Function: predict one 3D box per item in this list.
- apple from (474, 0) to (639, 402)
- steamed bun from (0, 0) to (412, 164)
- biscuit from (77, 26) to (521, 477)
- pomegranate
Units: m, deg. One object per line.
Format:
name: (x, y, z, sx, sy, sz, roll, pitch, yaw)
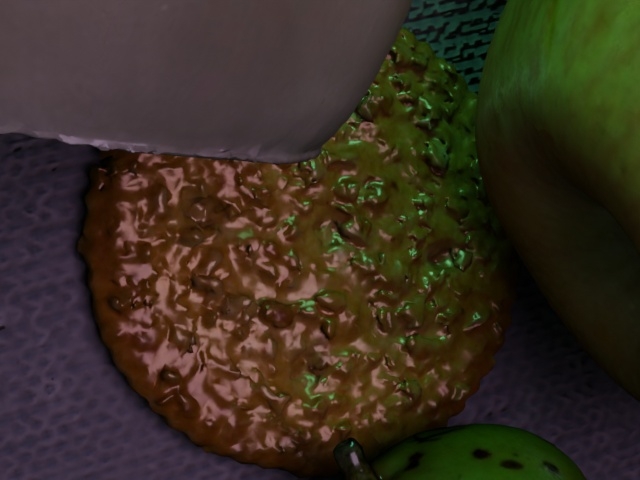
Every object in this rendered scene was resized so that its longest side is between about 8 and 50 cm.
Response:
apple: (0.266, -0.060, 0.888, 0.346, 0.391, 0.391, -25, 100, -12)
steamed bun: (-0.116, -0.153, 0.731, 0.324, 0.324, 0.206, 4, 98, -27)
biscuit: (0.000, 0.000, 0.944, 0.254, 0.035, 0.254, 1, 88, -27)
pomegranate: (0.085, 0.177, 0.936, 0.220, 0.156, 0.156, 39, 69, -54)
